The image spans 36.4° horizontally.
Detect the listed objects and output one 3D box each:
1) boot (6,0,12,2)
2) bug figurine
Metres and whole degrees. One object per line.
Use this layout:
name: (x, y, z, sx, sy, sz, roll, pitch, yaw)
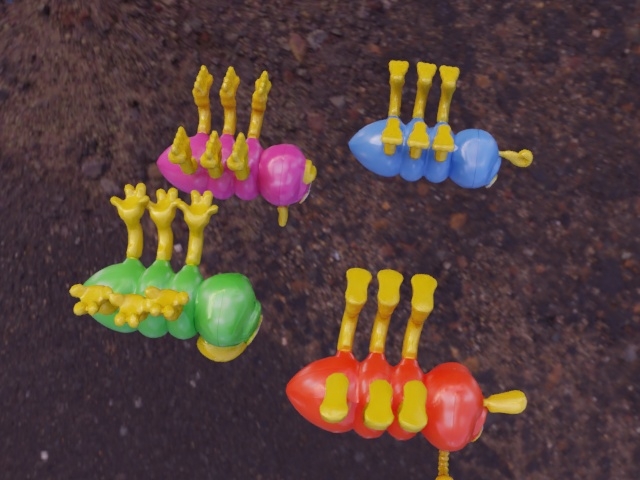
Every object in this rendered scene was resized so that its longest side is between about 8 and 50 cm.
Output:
boot: (-0.335, -0.259, 0.904, 0.099, 0.045, 0.121, -35, 69, -18)
bug figurine: (0.000, 0.000, 0.508, 0.216, 0.279, 0.072, 10, 132, 5)
